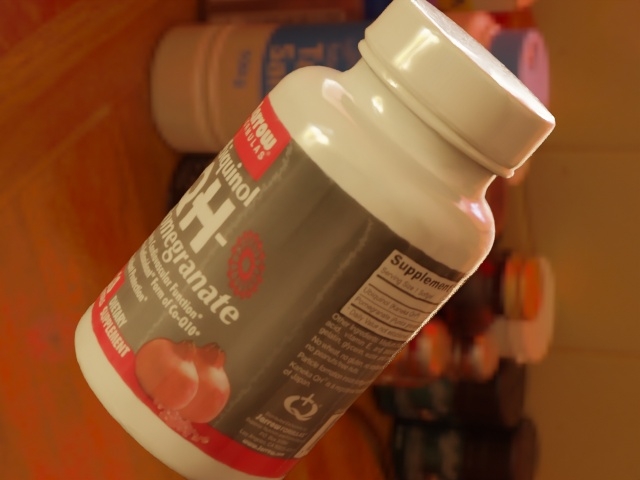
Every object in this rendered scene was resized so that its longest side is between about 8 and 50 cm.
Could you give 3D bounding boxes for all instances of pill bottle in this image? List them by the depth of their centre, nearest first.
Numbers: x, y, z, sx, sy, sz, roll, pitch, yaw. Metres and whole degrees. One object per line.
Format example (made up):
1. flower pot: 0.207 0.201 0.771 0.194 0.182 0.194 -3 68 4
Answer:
1. pill bottle: 0.000 0.000 1.003 0.318 0.176 0.176 -49 159 14
